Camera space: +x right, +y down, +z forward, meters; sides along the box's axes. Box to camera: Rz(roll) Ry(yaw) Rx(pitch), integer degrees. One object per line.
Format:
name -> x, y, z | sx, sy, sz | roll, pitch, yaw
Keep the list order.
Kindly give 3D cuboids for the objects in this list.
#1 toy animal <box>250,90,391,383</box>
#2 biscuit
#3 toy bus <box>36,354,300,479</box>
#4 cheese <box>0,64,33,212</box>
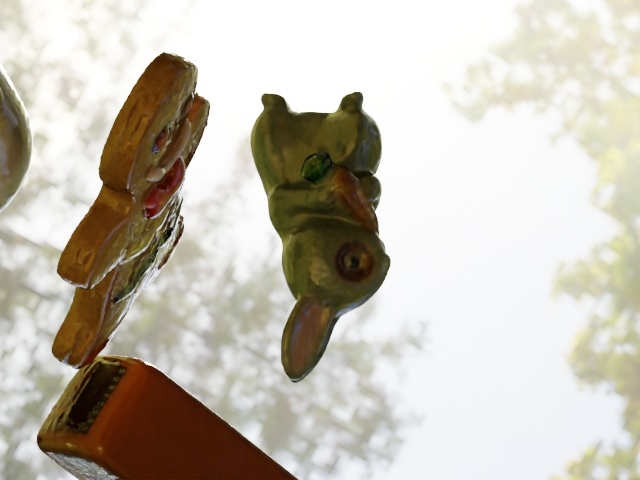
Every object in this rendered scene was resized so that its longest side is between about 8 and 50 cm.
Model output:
toy animal -> 0.009, -0.006, 1.619 | 0.138, 0.108, 0.236 | 53, 28, -79
biscuit -> -0.111, -0.022, 1.243 | 0.165, 0.036, 0.250 | -57, 171, -38
toy bus -> -0.024, 0.231, 1.454 | 0.092, 0.409, 0.093 | -14, -139, 59
cheese -> -0.319, -0.080, 1.511 | 0.198, 0.189, 0.154 | -37, -153, -1
